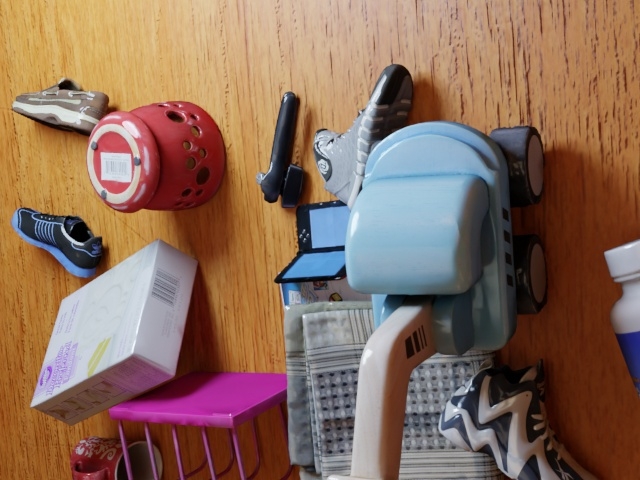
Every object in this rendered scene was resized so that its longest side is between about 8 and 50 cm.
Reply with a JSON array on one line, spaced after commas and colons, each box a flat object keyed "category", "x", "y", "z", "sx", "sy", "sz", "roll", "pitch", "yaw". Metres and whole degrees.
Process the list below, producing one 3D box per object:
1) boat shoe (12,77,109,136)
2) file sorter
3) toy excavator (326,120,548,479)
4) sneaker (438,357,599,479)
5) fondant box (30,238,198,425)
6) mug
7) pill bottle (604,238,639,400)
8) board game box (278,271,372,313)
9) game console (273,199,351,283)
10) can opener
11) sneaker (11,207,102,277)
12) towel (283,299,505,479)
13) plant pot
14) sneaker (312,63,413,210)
[{"category": "boat shoe", "x": -0.489, "y": -0.262, "z": 1.776, "sx": 0.257, "sy": 0.095, "sz": 0.095, "roll": 17, "pitch": 85, "yaw": 36}, {"category": "file sorter", "x": -0.170, "y": 0.340, "z": 1.563, "sx": 0.290, "sy": 0.202, "sz": 0.182, "roll": -5, "pitch": 98, "yaw": 38}, {"category": "toy excavator", "x": 0.115, "y": 0.079, "z": 1.115, "sx": 0.222, "sy": 0.445, "sz": 0.433, "roll": -1, "pitch": 99, "yaw": 28}, {"category": "sneaker", "x": 0.293, "y": 0.243, "z": 1.248, "sx": 0.235, "sy": 0.094, "sz": 0.153, "roll": 29, "pitch": 103, "yaw": 17}, {"category": "fondant box", "x": -0.373, "y": 0.170, "z": 1.675, "sx": 0.330, "sy": 0.096, "sz": 0.238, "roll": -29, "pitch": 41, "yaw": 38}, {"category": "mug", "x": -0.417, "y": 0.432, "z": 1.813, "sx": 0.169, "sy": 0.150, "sz": 0.113, "roll": -2, "pitch": 64, "yaw": 42}, {"category": "pill bottle", "x": 0.431, "y": 0.123, "z": 1.082, "sx": 0.152, "sy": 0.152, "sz": 0.272, "roll": -24, "pitch": 84, "yaw": 38}, {"category": "board game box", "x": 0.044, "y": 0.189, "z": 1.458, "sx": 0.193, "sy": 0.053, "sz": 0.305, "roll": -6, "pitch": 95, "yaw": 37}, {"category": "game console", "x": 0.000, "y": 0.000, "z": 1.428, "sx": 0.144, "sy": 0.085, "sz": 0.124, "roll": -5, "pitch": 89, "yaw": 38}, {"category": "can opener", "x": -0.061, "y": -0.146, "z": 1.484, "sx": 0.059, "sy": 0.073, "sz": 0.186, "roll": -137, "pitch": 52, "yaw": -71}, {"category": "sneaker", "x": -0.518, "y": -0.021, "z": 1.843, "sx": 0.232, "sy": 0.081, "sz": 0.090, "roll": 32, "pitch": 114, "yaw": 22}, {"category": "towel", "x": 0.100, "y": 0.242, "z": 1.361, "sx": 0.324, "sy": 0.056, "sz": 0.312, "roll": -4, "pitch": 95, "yaw": 18}, {"category": "plant pot", "x": -0.286, "y": -0.142, "z": 1.577, "sx": 0.191, "sy": 0.174, "sz": 0.191, "roll": 6, "pitch": 100, "yaw": 37}, {"category": "sneaker", "x": 0.047, "y": -0.164, "z": 1.371, "sx": 0.132, "sy": 0.086, "sz": 0.229, "roll": 31, "pitch": 114, "yaw": 36}]
